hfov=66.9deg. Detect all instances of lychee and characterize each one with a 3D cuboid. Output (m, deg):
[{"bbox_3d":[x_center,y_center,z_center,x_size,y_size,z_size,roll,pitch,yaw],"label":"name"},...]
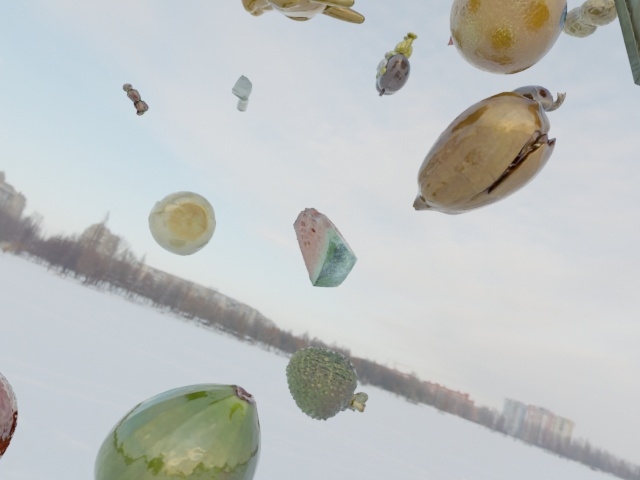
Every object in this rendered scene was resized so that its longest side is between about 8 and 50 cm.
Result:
[{"bbox_3d":[0.016,0.532,1.803,0.270,0.270,0.320,-12,-77,65],"label":"lychee"}]

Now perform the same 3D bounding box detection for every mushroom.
[{"bbox_3d":[0.600,-0.396,1.364,0.171,0.135,0.080,-6,-51,7],"label":"mushroom"}]

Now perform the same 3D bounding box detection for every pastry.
[{"bbox_3d":[-0.318,-0.041,1.132,0.156,0.156,0.092,28,-6,-28],"label":"pastry"}]

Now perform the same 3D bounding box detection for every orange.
[{"bbox_3d":[0.446,-0.540,1.166,0.274,0.274,0.274,19,-14,5],"label":"orange"}]

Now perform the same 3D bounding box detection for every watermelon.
[{"bbox_3d":[0.000,0.000,1.555,0.140,0.193,0.256,5,36,-40],"label":"watermelon"}]

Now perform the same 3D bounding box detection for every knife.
[{"bbox_3d":[-0.186,-0.340,1.133,0.047,0.017,0.298,23,-1,-13],"label":"knife"}]

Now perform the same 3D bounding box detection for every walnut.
[{"bbox_3d":[0.329,-0.164,1.034,0.209,0.209,0.336,29,-52,-32],"label":"walnut"}]

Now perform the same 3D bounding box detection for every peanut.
[{"bbox_3d":[0.716,-0.593,1.289,0.089,0.089,0.193,22,6,-6],"label":"peanut"}]

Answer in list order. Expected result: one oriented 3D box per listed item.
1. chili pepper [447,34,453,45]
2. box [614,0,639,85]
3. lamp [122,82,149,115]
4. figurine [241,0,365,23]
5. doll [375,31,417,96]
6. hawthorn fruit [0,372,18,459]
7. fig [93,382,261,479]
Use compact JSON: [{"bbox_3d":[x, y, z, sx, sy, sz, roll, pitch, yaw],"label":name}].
[{"bbox_3d":[0.496,-0.720,1.612,0.059,0.050,0.191,35,-43,-15],"label":"chili pepper"},{"bbox_3d":[0.661,-0.397,0.878,0.155,0.231,0.149,14,-25,-21],"label":"box"},{"bbox_3d":[-0.474,-0.363,1.237,0.083,0.031,0.063,58,5,-25],"label":"lamp"},{"bbox_3d":[-0.013,-0.687,1.042,0.268,0.387,0.401,-5,12,-44],"label":"figurine"},{"bbox_3d":[0.211,-0.501,1.394,0.096,0.188,0.145,25,-24,-14],"label":"doll"},{"bbox_3d":[-0.410,0.147,0.428,0.205,0.205,0.253,3,-53,50],"label":"hawthorn fruit"},{"bbox_3d":[-0.254,0.413,0.944,0.316,0.316,0.316,19,-14,5],"label":"fig"}]
